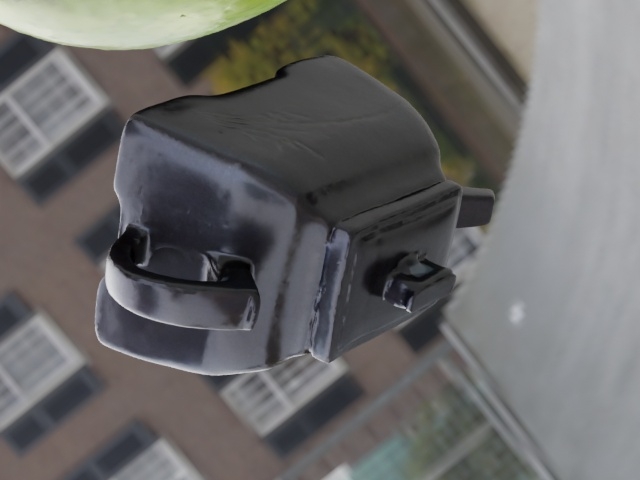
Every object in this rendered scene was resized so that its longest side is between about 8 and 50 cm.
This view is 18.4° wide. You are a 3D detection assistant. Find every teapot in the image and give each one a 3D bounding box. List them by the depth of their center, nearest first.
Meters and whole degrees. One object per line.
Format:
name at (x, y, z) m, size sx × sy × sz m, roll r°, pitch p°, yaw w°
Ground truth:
teapot at (0.000, 0.000, 0.678) m, size 0.096 × 0.087 × 0.177 m, roll 25°, pitch -153°, yaw 28°

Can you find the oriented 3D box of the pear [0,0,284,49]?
pear at (-0.085, -0.210, 0.880) m, size 0.292 × 0.159 × 0.292 m, roll 40°, pitch -137°, yaw -51°
